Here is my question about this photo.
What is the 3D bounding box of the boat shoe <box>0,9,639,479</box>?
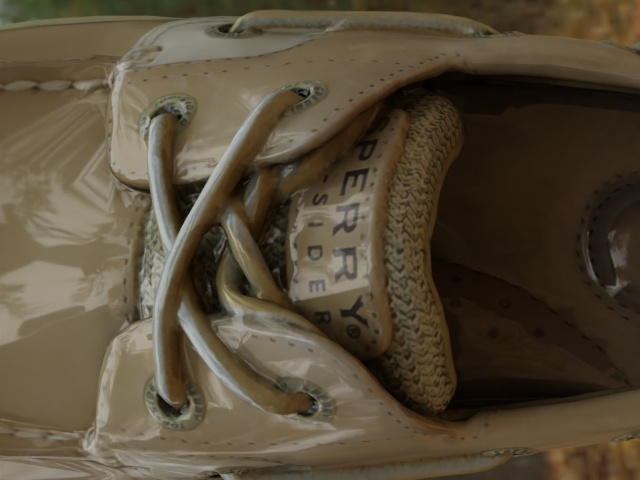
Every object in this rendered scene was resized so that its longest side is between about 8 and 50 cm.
[{"bbox_3d":[0.000,0.000,0.397,0.098,0.302,0.109,122,148,-80],"label":"boat shoe"}]
